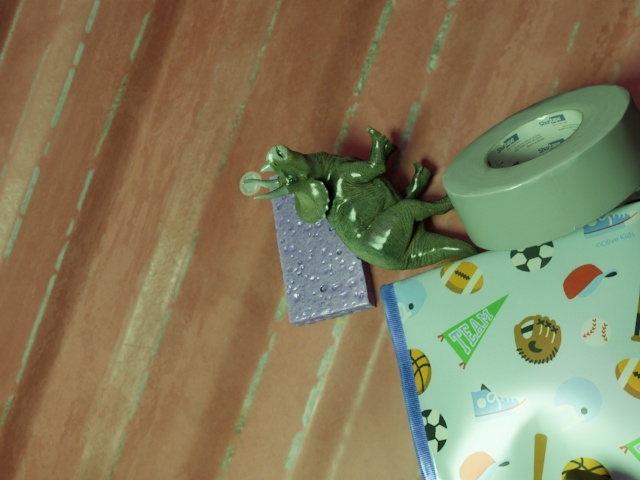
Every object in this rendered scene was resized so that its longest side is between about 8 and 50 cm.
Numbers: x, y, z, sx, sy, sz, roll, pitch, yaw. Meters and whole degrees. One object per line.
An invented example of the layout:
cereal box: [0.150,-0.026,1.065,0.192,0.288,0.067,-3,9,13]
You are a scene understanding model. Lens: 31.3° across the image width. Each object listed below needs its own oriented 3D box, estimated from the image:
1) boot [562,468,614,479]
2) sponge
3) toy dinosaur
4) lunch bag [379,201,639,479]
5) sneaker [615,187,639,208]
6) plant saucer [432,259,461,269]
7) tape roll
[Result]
boot: [0.294,0.311,1.057,0.197,0.073,0.152,23,117,24]
sponge: [0.000,0.000,1.517,0.117,0.031,0.210,-17,71,24]
toy dinosaur: [0.074,-0.039,1.446,0.313,0.121,0.160,38,95,-3]
lunch bag: [0.276,0.200,1.209,0.327,0.239,0.386,-21,65,21]
sneaker: [0.340,-0.075,1.280,0.262,0.099,0.121,-37,54,39]
plant saucer: [0.167,0.065,1.399,0.083,0.015,0.083,7,110,20]
tape roll: [0.242,-0.080,1.218,0.219,0.219,0.072,-23,109,23]
